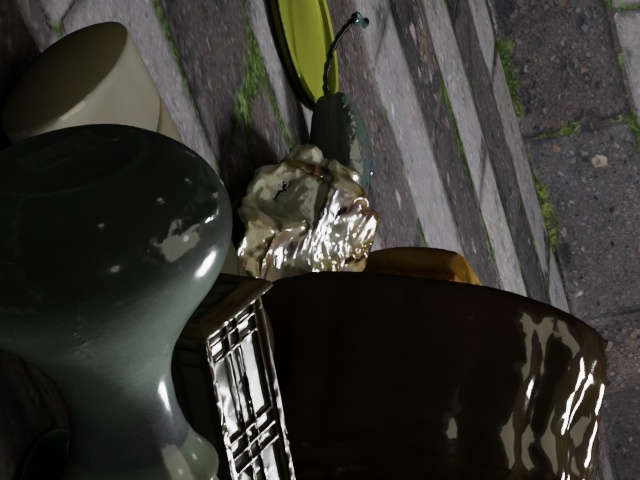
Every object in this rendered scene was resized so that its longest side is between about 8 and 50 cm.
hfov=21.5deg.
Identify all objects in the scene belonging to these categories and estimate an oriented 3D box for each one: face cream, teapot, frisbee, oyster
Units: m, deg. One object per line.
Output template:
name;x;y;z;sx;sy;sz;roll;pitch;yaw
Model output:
face cream;-0.128;-0.007;1.262;0.174;0.081;0.349;-79;154;-46
teapot;-0.134;0.062;1.044;0.183;0.183;0.251;-72;157;-61
frisbee;-0.021;-0.259;1.978;0.236;0.017;0.236;-11;90;-75
oyster;0.002;-0.003;1.714;0.354;0.107;0.201;-51;132;-71

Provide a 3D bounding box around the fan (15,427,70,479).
fan;-0.170;0.220;1.075;0.294;0.012;0.223;50;32;-63

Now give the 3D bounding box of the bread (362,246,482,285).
bread;0.130;0.121;1.965;0.294;0.166;0.132;56;27;-55

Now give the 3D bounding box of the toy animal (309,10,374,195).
toy animal;0.023;-0.149;1.930;0.079;0.070;0.253;65;23;-72

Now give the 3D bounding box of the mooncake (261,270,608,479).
mooncake;0.090;0.145;1.480;0.324;0.324;0.187;40;58;-67

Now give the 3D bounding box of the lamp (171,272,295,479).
lamp;-0.065;0.183;1.223;0.089;0.090;0.325;-41;129;-48
